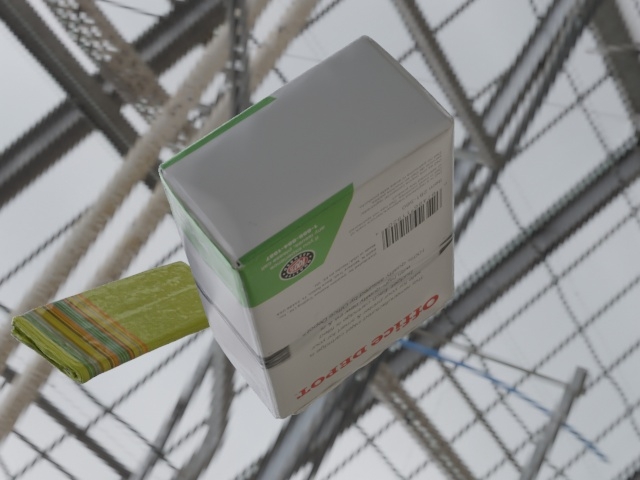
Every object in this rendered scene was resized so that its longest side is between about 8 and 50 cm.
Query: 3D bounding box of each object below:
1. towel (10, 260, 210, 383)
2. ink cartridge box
[{"bbox_3d":[-0.185,0.078,1.406,0.237,0.102,0.021,-21,-42,-50],"label":"towel"},{"bbox_3d":[0.000,0.000,0.913,0.160,0.092,0.219,-34,-27,-15],"label":"ink cartridge box"}]
